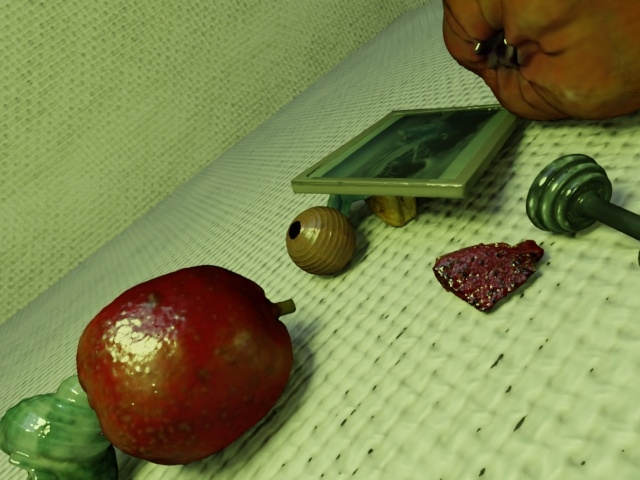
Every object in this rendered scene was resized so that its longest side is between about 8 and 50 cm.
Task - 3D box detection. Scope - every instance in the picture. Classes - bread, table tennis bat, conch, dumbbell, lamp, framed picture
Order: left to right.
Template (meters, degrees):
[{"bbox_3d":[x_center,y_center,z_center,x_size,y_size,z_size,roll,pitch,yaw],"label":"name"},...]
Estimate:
[{"bbox_3d":[-0.380,0.318,0.619,0.220,0.196,0.276,-25,40,64],"label":"conch"},{"bbox_3d":[0.000,0.000,0.801,0.137,0.136,0.136,-27,28,15],"label":"lamp"},{"bbox_3d":[0.051,-0.087,0.886,0.237,0.038,0.148,167,119,-74],"label":"table tennis bat"},{"bbox_3d":[0.128,-0.112,0.871,0.084,0.113,0.211,-19,26,-4],"label":"bread"},{"bbox_3d":[0.196,-0.195,0.841,0.327,0.028,0.446,6,34,35],"label":"framed picture"},{"bbox_3d":[0.351,-0.024,0.487,0.110,0.110,0.254,-35,33,0],"label":"dumbbell"}]

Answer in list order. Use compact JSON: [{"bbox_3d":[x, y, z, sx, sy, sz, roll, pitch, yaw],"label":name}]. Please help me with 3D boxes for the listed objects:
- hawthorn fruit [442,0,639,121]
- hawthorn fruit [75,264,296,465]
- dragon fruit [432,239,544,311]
[{"bbox_3d":[0.436,-0.425,0.663,0.472,0.471,0.471,-27,28,15],"label":"hawthorn fruit"},{"bbox_3d":[-0.169,0.164,0.608,0.308,0.264,0.265,-22,23,-16],"label":"hawthorn fruit"},{"bbox_3d":[0.233,0.039,0.584,0.131,0.063,0.097,-35,59,-1],"label":"dragon fruit"}]
